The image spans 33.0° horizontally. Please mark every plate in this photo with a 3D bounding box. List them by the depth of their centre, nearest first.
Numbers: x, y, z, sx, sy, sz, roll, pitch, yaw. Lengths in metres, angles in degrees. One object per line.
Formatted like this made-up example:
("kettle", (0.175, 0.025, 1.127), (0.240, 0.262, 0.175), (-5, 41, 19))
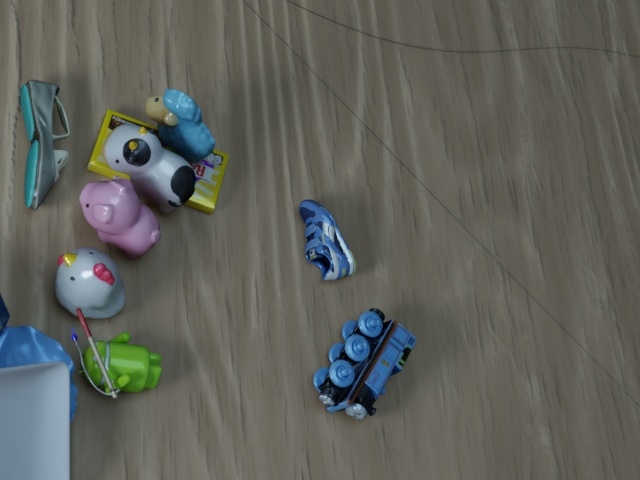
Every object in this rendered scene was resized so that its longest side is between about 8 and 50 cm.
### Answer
("plate", (-0.417, 0.293, 1.313), (0.277, 0.045, 0.278), (2, 87, -57))

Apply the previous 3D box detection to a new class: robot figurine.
("robot figurine", (-0.282, 0.177, 1.516), (0.115, 0.067, 0.101), (11, 36, -19))

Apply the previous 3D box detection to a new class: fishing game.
("fishing game", (-0.413, 0.206, 1.448), (0.264, 0.041, 0.189), (-24, 78, -14))

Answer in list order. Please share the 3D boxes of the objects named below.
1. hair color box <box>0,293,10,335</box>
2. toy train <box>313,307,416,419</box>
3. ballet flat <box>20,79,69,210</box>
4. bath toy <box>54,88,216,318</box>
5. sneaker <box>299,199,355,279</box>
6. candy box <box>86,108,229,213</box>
("hair color box", (-0.542, 0.197, 1.343), (0.173, 0.105, 0.347), (15, 61, 5))
("toy train", (0.067, 0.191, 1.661), (0.105, 0.080, 0.184), (39, 57, -10))
("ballet flat", (-0.406, -0.144, 1.609), (0.068, 0.072, 0.213), (3, 65, -27))
("bath toy", (-0.278, -0.053, 1.570), (0.151, 0.129, 0.348), (30, 65, -10))
("sneaker", (0.000, 0.000, 1.733), (0.059, 0.053, 0.144), (-24, 77, -29))
("candy box", (-0.251, -0.123, 1.693), (0.205, 0.027, 0.105), (20, 64, -15))
